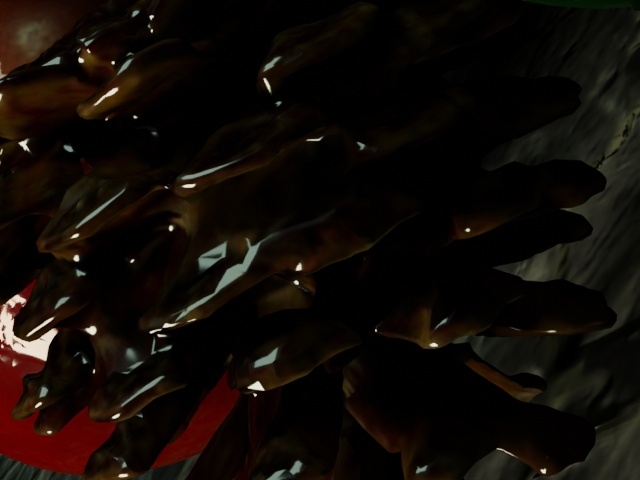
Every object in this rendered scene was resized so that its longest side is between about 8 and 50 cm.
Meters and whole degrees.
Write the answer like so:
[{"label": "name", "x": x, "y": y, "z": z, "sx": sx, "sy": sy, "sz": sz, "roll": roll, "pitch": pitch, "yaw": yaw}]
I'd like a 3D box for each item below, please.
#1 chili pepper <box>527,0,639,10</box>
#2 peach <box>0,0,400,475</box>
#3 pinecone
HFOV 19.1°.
[{"label": "chili pepper", "x": 0.088, "y": -0.170, "z": 0.383, "sx": 0.256, "sy": 0.249, "sz": 0.233, "roll": -73, "pitch": 7, "yaw": -66}, {"label": "peach", "x": -0.074, "y": -0.022, "z": 0.670, "sx": 0.190, "sy": 0.196, "sz": 0.226, "roll": -29, "pitch": 12, "yaw": -17}, {"label": "pinecone", "x": -0.002, "y": 0.007, "z": 0.456, "sx": 0.163, "sy": 0.165, "sz": 0.163, "roll": -26, "pitch": 8, "yaw": 4}]
